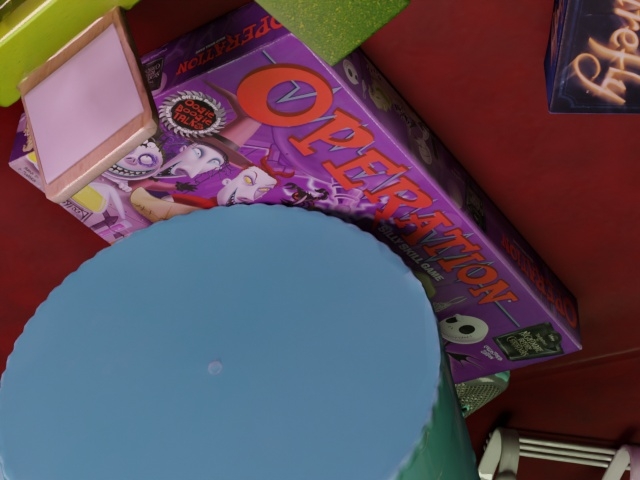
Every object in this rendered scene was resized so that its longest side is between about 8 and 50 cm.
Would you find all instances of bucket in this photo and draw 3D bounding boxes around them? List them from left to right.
[{"bbox_3d":[-0.042,0.126,0.681,0.281,0.281,0.183,-4,137,10],"label":"bucket"}]

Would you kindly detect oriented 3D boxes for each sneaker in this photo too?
[{"bbox_3d":[0.079,0.141,0.912,0.065,0.076,0.166,29,136,-31],"label":"sneaker"}]

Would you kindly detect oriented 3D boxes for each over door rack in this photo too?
[{"bbox_3d":[0.230,0.287,1.070,0.240,0.108,0.324,9,143,-6],"label":"over door rack"}]

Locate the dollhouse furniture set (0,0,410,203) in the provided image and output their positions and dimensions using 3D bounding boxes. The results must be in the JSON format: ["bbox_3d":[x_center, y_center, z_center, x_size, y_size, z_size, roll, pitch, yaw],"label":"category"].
[{"bbox_3d":[-0.143,-0.142,0.399,0.198,0.151,0.301,-34,146,17],"label":"dollhouse furniture set"}]

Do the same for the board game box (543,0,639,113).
[{"bbox_3d":[0.197,-0.153,0.536,0.165,0.042,0.243,1,143,4],"label":"board game box"}]

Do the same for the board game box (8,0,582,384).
[{"bbox_3d":[0.000,0.000,0.759,0.208,0.056,0.347,-24,135,26],"label":"board game box"}]
